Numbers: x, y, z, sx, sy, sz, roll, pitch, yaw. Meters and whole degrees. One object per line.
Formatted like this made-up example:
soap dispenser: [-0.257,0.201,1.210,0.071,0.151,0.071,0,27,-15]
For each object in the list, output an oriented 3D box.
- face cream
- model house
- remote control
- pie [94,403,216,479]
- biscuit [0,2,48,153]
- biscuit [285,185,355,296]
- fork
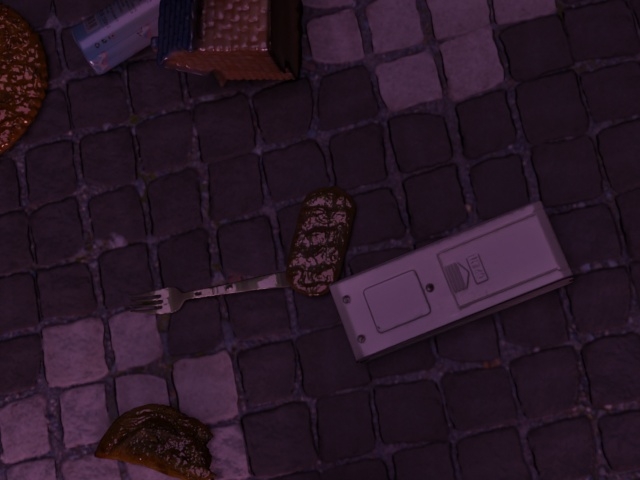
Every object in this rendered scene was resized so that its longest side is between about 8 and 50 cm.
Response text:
face cream: [-0.218,-0.311,1.609,0.229,0.075,0.075,-31,73,5]
model house: [-0.122,-0.279,1.524,0.172,0.183,0.166,-4,77,11]
remote control: [0.157,0.053,1.459,0.277,0.055,0.102,-22,74,8]
pie: [-0.198,0.253,1.506,0.170,0.034,0.092,16,84,21]
biscuit: [-0.497,-0.219,1.672,0.254,0.035,0.253,-2,78,11]
biscuit: [0.000,0.000,1.520,0.071,0.018,0.147,11,77,13]
fork: [-0.135,0.064,1.540,0.220,0.028,0.034,-10,69,6]
